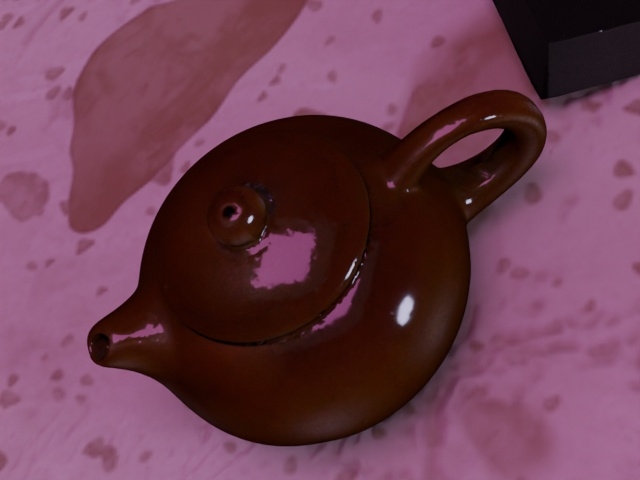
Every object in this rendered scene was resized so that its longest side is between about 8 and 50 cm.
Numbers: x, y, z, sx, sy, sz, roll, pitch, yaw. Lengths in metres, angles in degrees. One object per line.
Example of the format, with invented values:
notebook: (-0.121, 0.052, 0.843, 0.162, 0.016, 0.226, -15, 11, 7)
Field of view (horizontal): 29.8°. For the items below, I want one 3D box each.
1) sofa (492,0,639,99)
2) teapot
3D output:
sofa: (0.136, -0.152, 0.664, 0.085, 0.060, 0.147, -17, 60, -3)
teapot: (0.000, 0.000, 0.601, 0.252, 0.135, 0.178, -33, 62, 8)
